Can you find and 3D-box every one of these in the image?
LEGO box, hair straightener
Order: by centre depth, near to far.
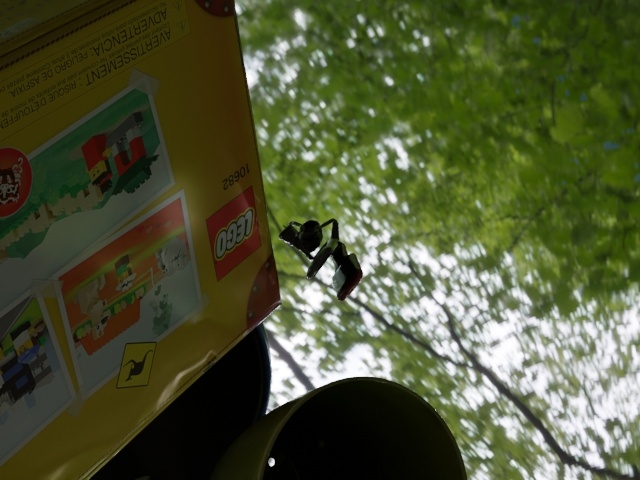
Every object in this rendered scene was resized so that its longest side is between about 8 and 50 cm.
[{"bbox_3d":[-0.267,0.010,0.863,0.193,0.372,0.500,16,-141,32],"label":"LEGO box"},{"bbox_3d":[0.000,0.000,1.203,0.089,0.230,0.047,36,-77,-8],"label":"hair straightener"}]

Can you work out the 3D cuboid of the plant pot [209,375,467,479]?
[{"bbox_3d":[-0.018,0.312,1.317,0.293,0.274,0.275,-21,-125,59],"label":"plant pot"}]

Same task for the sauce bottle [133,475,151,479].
[{"bbox_3d":[-0.196,0.345,1.300,0.042,0.042,0.128,-19,-87,10],"label":"sauce bottle"}]

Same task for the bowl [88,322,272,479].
[{"bbox_3d":[-0.250,0.189,1.476,0.391,0.077,0.391,-1,-85,-16],"label":"bowl"}]
